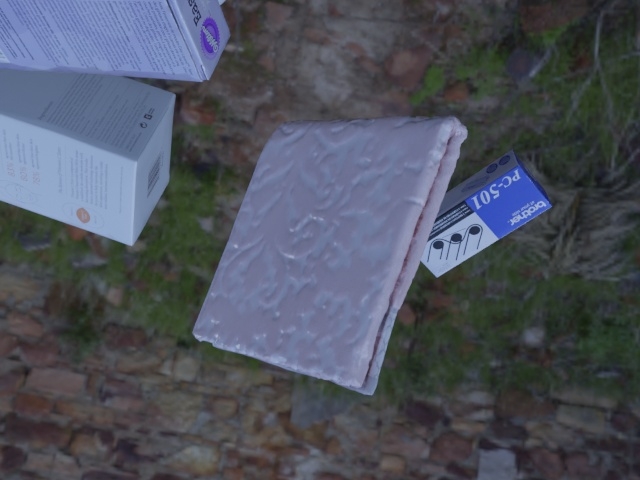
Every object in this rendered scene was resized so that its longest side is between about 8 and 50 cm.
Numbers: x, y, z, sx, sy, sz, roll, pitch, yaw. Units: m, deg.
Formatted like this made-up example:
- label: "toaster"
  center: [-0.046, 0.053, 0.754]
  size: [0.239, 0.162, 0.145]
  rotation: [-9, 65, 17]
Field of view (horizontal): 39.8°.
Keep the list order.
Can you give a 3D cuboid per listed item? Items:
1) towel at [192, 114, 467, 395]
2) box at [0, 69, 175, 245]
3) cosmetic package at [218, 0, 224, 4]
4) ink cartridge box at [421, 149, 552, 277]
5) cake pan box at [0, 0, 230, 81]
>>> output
- label: "towel"
  center: [0.000, 0.000, 1.044]
  size: [0.053, 0.316, 0.332]
  rotation: [27, 168, -37]
- label: "box"
  center: [-0.431, -0.166, 1.438]
  size: [0.346, 0.168, 0.215]
  rotation: [19, 140, 1]
- label: "cosmetic package"
  center: [-0.246, -0.508, 1.537]
  size: [0.117, 0.231, 0.085]
  rotation: [-46, 159, 17]
- label: "ink cartridge box"
  center: [0.227, -0.037, 1.317]
  size: [0.207, 0.046, 0.097]
  rotation: [-34, 122, 20]
- label: "cake pan box"
  center: [-0.220, -0.235, 0.680]
  size: [0.246, 0.070, 0.266]
  rotation: [8, 145, 24]
